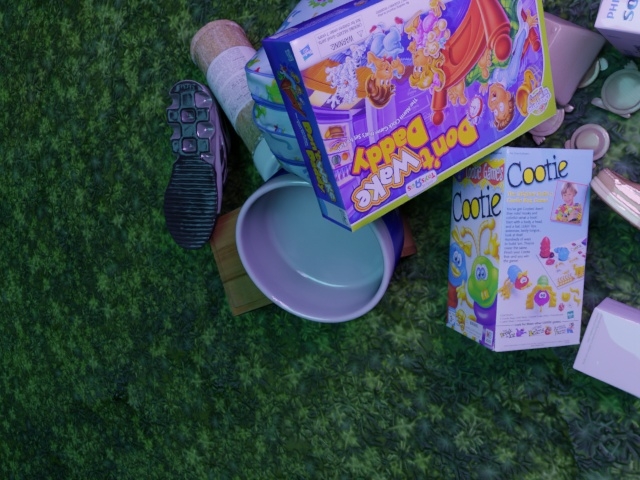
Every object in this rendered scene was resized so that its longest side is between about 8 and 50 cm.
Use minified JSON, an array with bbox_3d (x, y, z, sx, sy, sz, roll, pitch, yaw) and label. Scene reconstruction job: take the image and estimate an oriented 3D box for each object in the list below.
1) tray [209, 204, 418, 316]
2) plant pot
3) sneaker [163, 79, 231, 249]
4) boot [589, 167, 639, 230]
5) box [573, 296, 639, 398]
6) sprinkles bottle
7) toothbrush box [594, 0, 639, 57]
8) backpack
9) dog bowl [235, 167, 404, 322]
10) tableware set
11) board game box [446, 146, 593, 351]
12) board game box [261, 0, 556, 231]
[{"bbox_3d":[-0.036,-0.006,1.204,0.410,0.076,0.203,-22,83,33],"label":"tray"},{"bbox_3d":[0.318,-0.272,0.903,0.109,0.096,0.109,44,116,38],"label":"plant pot"},{"bbox_3d":[-0.233,-0.147,1.279,0.122,0.146,0.331,8,99,15],"label":"sneaker"},{"bbox_3d":[0.499,-0.077,0.778,0.261,0.095,0.204,33,117,17],"label":"boot"},{"bbox_3d":[0.433,0.150,0.898,0.101,0.087,0.101,23,108,30],"label":"box"},{"bbox_3d":[-0.124,-0.258,1.163,0.121,0.121,0.355,-49,58,28],"label":"sprinkles bottle"},{"bbox_3d":[0.501,-0.264,0.727,0.295,0.216,0.126,22,107,31],"label":"toothbrush box"},{"bbox_3d":[0.051,-0.245,0.925,0.290,0.273,0.356,26,80,31],"label":"backpack"},{"bbox_3d":[0.000,0.000,1.034,0.264,0.104,0.265,12,124,18],"label":"dog bowl"},{"bbox_3d":[0.388,-0.200,0.928,0.141,0.020,0.169,45,119,23],"label":"tableware set"},{"bbox_3d":[0.283,0.004,0.918,0.142,0.144,0.276,-155,66,-71],"label":"board game box"},{"bbox_3d":[0.127,-0.197,0.776,0.078,0.347,0.234,31,146,56],"label":"board game box"}]
